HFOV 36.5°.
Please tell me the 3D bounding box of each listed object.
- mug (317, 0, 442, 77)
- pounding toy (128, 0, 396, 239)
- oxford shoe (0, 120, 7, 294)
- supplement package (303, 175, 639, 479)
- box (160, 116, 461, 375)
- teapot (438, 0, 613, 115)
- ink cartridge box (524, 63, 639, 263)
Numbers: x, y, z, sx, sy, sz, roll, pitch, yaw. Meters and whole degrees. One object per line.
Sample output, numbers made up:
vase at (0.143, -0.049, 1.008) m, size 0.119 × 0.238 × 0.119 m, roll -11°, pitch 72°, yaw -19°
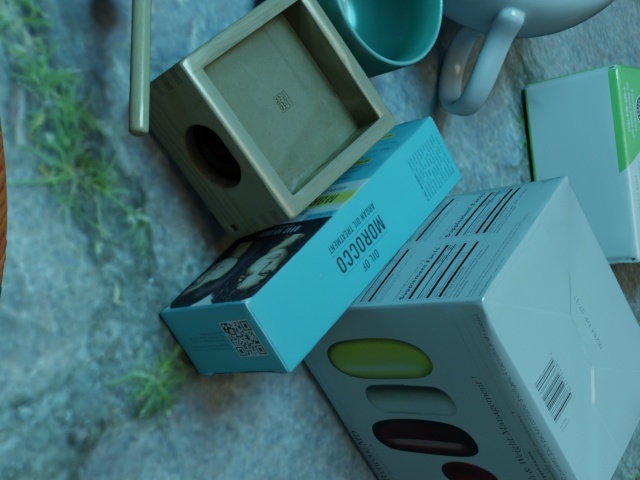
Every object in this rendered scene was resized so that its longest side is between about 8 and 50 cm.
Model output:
mug at (0.023, -0.204, 0.775) m, size 0.129 × 0.097 × 0.157 m, roll 32°, pitch 63°, yaw -37°
pounding toy at (-0.080, -0.107, 0.674) m, size 0.181 × 0.094 × 0.206 m, roll -44°, pitch 105°, yaw -33°
oxford shoe at (-0.258, -0.100, 0.497) m, size 0.130 × 0.133 × 0.363 m, roll -99°, pitch 178°, yaw -71°
supplement package at (0.115, 0.081, 0.754) m, size 0.149 × 0.203 × 0.194 m, roll -47°, pitch 116°, yaw -37°
box at (0.000, 0.000, 0.725) m, size 0.244 × 0.100 × 0.060 m, roll -46°, pitch 114°, yaw -38°
teapot at (0.165, -0.282, 0.875) m, size 0.256 × 0.187 × 0.252 m, roll -33°, pitch 89°, yaw -15°
ink cartridge box at (0.355, -0.078, 1.069) m, size 0.273 × 0.115 × 0.198 m, roll -5°, pitch 88°, yaw -44°
